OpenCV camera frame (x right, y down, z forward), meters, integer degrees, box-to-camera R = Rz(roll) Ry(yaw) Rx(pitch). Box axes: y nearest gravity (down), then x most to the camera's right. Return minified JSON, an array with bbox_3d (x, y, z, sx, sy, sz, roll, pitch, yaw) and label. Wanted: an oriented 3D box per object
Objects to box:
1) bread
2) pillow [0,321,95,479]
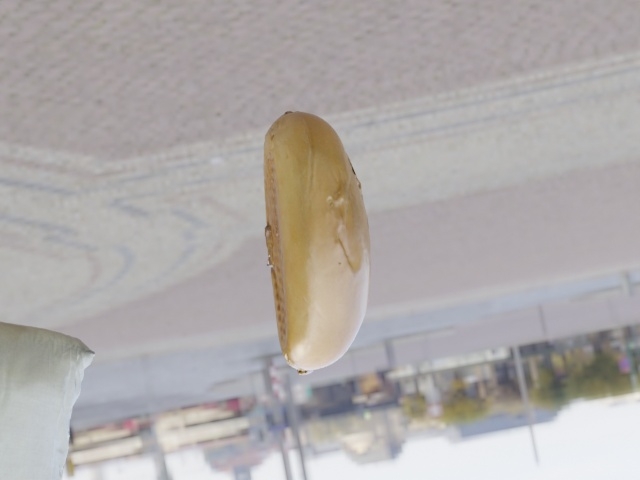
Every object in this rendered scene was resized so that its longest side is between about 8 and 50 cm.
[{"bbox_3d":[0.000,0.000,1.044,0.077,0.189,0.114,-8,-176,-17],"label":"bread"},{"bbox_3d":[-0.230,0.112,0.922,0.181,0.134,0.077,18,174,-38],"label":"pillow"}]
